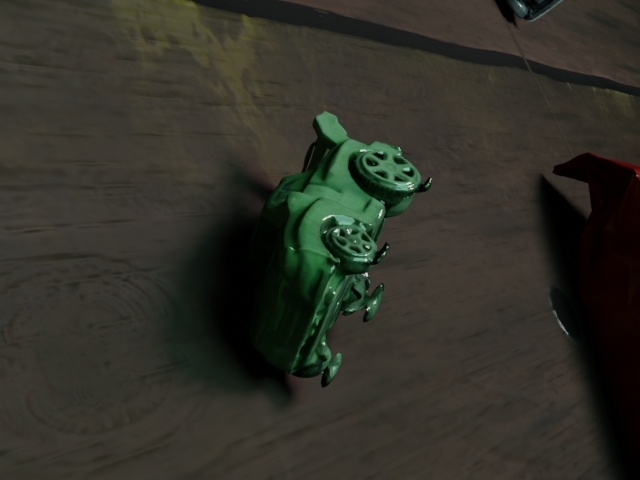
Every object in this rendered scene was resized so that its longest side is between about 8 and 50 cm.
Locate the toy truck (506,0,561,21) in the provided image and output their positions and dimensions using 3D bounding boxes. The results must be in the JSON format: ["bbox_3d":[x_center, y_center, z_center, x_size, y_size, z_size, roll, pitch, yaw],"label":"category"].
[{"bbox_3d":[0.199,-0.335,1.232,0.177,0.080,0.115,42,23,-28],"label":"toy truck"}]

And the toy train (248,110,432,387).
[{"bbox_3d":[0.000,0.000,0.589,0.081,0.099,0.149,28,36,8],"label":"toy train"}]

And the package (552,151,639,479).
[{"bbox_3d":[0.346,0.095,0.979,0.195,0.123,0.424,12,50,-27],"label":"package"}]
